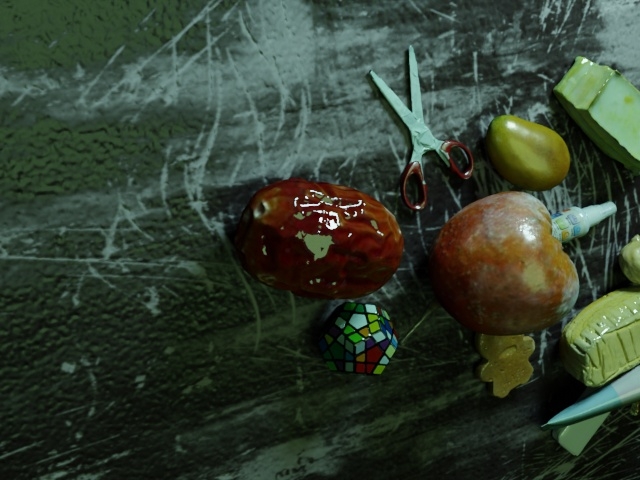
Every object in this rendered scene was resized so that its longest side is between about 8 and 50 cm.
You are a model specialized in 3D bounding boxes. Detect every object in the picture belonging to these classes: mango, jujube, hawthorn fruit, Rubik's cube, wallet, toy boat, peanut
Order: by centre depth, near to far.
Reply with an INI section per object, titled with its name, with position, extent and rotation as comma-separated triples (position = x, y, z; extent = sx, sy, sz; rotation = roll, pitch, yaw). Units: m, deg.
[jujube]
position = 0.000, 0.000, 1.132
extent = 0.250, 0.174, 0.174
rotation = 16, 99, -27
[Rubik's cube]
position = 0.060, 0.159, 1.247
extent = 0.112, 0.133, 0.133
rotation = -29, 121, 14
[hawthorn fruit]
position = 0.280, 0.034, 1.254
extent = 0.263, 0.235, 0.231
rotation = 8, 149, 0
[mango]
position = 0.343, -0.143, 1.307
extent = 0.163, 0.089, 0.111
rotation = 13, 89, -20
[toy boat]
position = 0.530, -0.212, 1.379
extent = 0.276, 0.084, 0.111
rotation = 36, 87, -30
[peanut]
position = 0.696, 0.040, 1.532
extent = 0.263, 0.101, 0.117
rotation = 10, 103, -26
[wallet]
position = 0.557, 0.351, 1.609
extent = 0.095, 0.033, 0.190
rotation = 39, 88, -33

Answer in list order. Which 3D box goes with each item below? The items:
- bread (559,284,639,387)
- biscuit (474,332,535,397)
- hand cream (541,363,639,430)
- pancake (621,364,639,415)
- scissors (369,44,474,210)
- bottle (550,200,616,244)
[bread]
position = 0.566, 0.179, 1.512
extent = 0.236, 0.106, 0.140
rotation = -25, 119, -18
[biscuit]
position = 0.338, 0.208, 1.453
extent = 0.133, 0.027, 0.184
rotation = -38, 118, -10
[hand cream]
position = 0.573, 0.303, 1.512
extent = 0.312, 0.070, 0.111
rotation = -30, 157, 8
[pancake]
position = 0.711, 0.252, 1.635
extent = 0.257, 0.056, 0.212
rotation = -46, 126, -13
[scissors]
position = 0.155, -0.179, 1.240
extent = 0.144, 0.017, 0.248
rotation = -34, 117, -14
[bottle]
position = 0.446, -0.025, 1.411
extent = 0.217, 0.060, 0.060
rotation = -19, 114, -19
